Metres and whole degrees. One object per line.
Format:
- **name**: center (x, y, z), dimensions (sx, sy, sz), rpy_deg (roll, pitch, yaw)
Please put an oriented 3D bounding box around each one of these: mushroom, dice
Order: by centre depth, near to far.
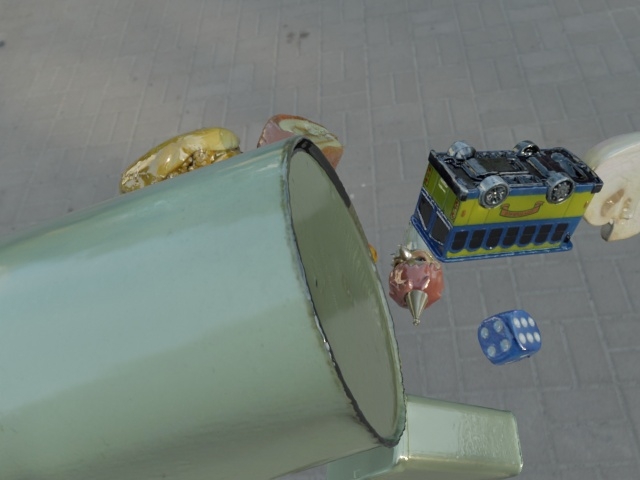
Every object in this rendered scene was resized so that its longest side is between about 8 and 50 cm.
- **mushroom**: center (0.602, -0.126, 1.338), dimensions (0.173, 0.236, 0.162), rpy_deg (-7, 29, -5)
- **dice**: center (0.589, 0.304, 1.936), dimensions (0.143, 0.146, 0.147), rpy_deg (1, 63, -37)

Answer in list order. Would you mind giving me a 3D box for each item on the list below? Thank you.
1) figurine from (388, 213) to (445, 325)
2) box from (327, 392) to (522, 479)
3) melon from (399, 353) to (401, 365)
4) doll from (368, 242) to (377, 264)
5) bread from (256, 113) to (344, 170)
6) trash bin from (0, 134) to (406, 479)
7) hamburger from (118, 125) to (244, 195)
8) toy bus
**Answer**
- **figurine**: center (0.254, 0.075, 1.661), dimensions (0.207, 0.166, 0.387), rpy_deg (-15, 35, 35)
- **box**: center (0.239, 0.498, 1.495), dimensions (0.343, 0.352, 0.178), rpy_deg (12, 57, -21)
- **melon**: center (0.020, 0.246, 1.270), dimensions (0.307, 0.272, 0.272), rpy_deg (13, 56, 5)
- **doll**: center (0.014, 0.009, 1.503), dimensions (0.166, 0.162, 0.270), rpy_deg (-44, 63, 20)
- **bread**: center (-0.044, -0.207, 1.477), dimensions (0.190, 0.123, 0.244), rpy_deg (37, 25, 14)
- **trash bin**: center (-0.170, 0.100, 0.522), dimensions (0.431, 0.280, 0.280), rpy_deg (-19, 50, 14)
- **hamburger**: center (-0.325, -0.153, 1.504), dimensions (0.304, 0.174, 0.284), rpy_deg (-21, 4, 36)
- **toy bus**: center (0.324, -0.069, 1.092), dimensions (0.287, 0.175, 0.138), rpy_deg (-4, 39, -19)
